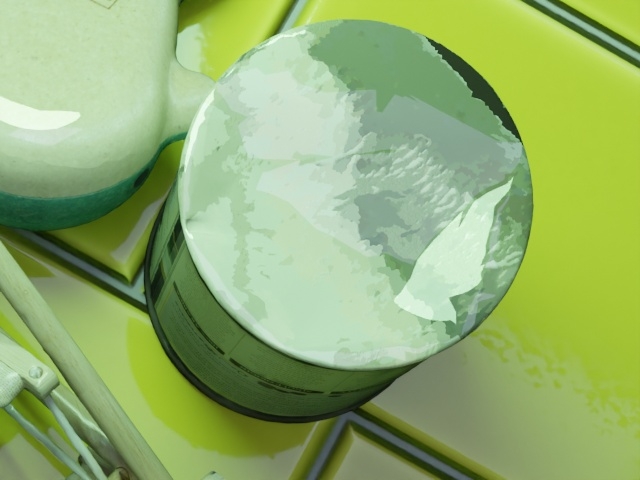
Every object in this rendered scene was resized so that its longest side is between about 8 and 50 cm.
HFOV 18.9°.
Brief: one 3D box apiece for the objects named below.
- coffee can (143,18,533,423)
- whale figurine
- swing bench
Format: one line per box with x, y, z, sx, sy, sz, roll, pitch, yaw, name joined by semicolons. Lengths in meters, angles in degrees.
0.000;0.000;1.186;0.201;0.275;0.202;2;79;-9;coffee can
-0.162;-0.118;1.274;0.216;0.141;0.272;26;51;7;whale figurine
-0.238;0.159;1.158;0.253;0.165;0.255;-42;91;-26;swing bench
